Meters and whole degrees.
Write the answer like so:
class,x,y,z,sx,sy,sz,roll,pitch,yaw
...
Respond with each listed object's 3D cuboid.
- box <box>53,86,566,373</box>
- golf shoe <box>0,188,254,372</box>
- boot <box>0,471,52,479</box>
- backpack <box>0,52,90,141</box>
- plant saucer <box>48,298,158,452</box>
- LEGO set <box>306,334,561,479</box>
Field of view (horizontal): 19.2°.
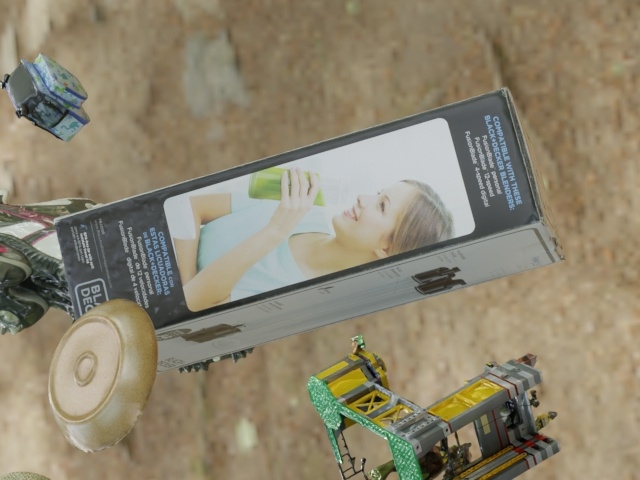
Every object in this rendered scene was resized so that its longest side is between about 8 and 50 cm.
class,x,y,z,sx,sy,sz,roll,pitch,yaw
box,0.000,0.000,1.188,0.169,0.289,0.087,33,-138,-75
golf shoe,-0.167,0.018,1.443,0.105,0.272,0.120,87,-160,-45
boot,-0.176,0.299,1.327,0.262,0.095,0.203,66,-165,-52
backpack,-0.374,-0.198,2.644,0.084,0.114,0.105,-43,44,8
plant saucer,-0.119,0.069,0.996,0.083,0.015,0.083,-19,62,39
LEGO set,0.147,0.239,1.970,0.255,0.192,0.331,10,124,62
